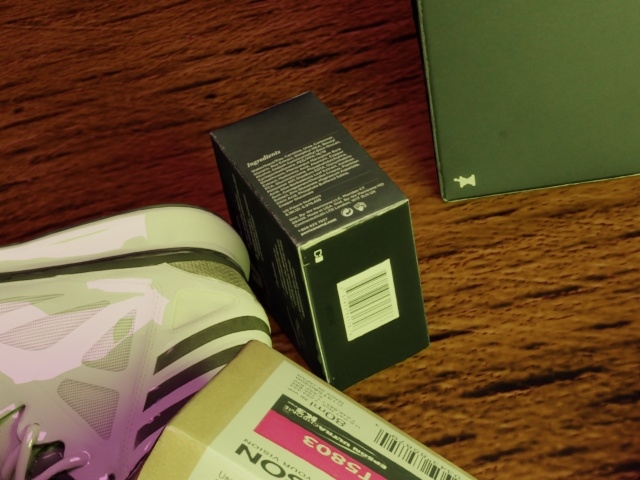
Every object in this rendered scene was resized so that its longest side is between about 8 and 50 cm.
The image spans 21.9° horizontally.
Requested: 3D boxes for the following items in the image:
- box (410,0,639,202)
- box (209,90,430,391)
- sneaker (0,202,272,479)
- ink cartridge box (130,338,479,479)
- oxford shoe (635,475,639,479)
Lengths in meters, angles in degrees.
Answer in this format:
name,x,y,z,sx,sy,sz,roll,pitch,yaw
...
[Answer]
name,x,y,z,sx,sy,sz,roll,pitch,yaw
box,0.158,-0.241,1.358,0.182,0.296,0.294,-7,44,4
box,0.000,0.000,1.240,0.093,0.156,0.158,-25,44,-15
sneaker,-0.240,0.129,1.149,0.447,0.169,0.257,-16,41,-8
ink cartridge box,0.013,0.173,0.983,0.234,0.088,0.193,32,15,4
oxford shoe,0.300,0.134,1.092,0.130,0.123,0.348,35,55,7
